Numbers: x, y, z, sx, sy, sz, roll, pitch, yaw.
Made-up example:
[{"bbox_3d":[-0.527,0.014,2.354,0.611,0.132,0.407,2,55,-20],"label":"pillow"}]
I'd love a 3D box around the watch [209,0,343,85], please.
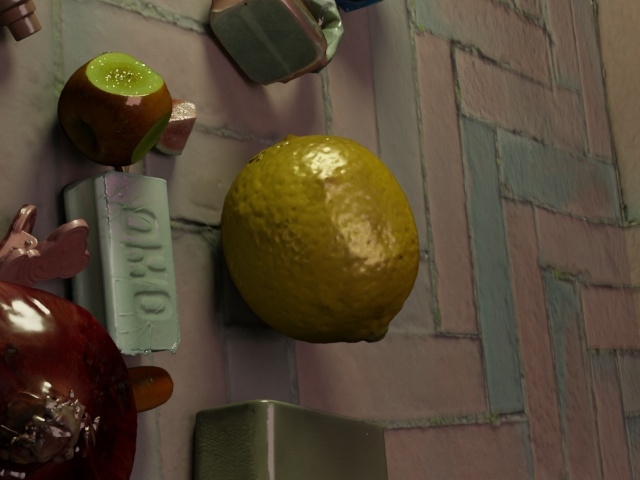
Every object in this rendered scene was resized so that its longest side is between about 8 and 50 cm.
[{"bbox_3d":[-0.060,-0.403,2.106,0.253,0.161,0.241,51,36,-33],"label":"watch"}]

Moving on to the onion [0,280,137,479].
[{"bbox_3d":[-0.345,0.215,1.397,0.347,0.285,0.348,5,82,-36],"label":"onion"}]

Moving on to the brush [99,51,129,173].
[{"bbox_3d":[-0.299,-0.183,1.817,0.070,0.021,0.196,8,76,-54],"label":"brush"}]

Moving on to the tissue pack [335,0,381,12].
[{"bbox_3d":[0.036,-0.591,2.290,0.263,0.146,0.198,42,46,-38],"label":"tissue pack"}]

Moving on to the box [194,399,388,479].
[{"bbox_3d":[-0.035,0.439,1.856,0.352,0.177,0.344,21,62,-49],"label":"box"}]

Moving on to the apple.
[{"bbox_3d":[-0.286,-0.190,1.709,0.146,0.163,0.147,40,59,7],"label":"apple"}]

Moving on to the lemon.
[{"bbox_3d":[-0.001,-0.002,1.932,0.336,0.336,0.336,21,63,-49],"label":"lemon"}]

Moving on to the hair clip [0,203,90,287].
[{"bbox_3d":[-0.367,0.027,1.579,0.102,0.123,0.138,22,50,2],"label":"hair clip"}]

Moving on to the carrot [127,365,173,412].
[{"bbox_3d":[-0.287,0.209,1.670,0.225,0.067,0.067,-1,80,-53],"label":"carrot"}]

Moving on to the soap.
[{"bbox_3d":[-0.277,0.037,1.713,0.150,0.094,0.262,5,75,-53],"label":"soap"}]

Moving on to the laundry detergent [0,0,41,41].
[{"bbox_3d":[-0.428,-0.401,1.654,0.237,0.076,0.171,63,38,-20],"label":"laundry detergent"}]

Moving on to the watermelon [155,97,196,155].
[{"bbox_3d":[-0.226,-0.173,1.871,0.084,0.072,0.092,-33,112,-35],"label":"watermelon"}]
